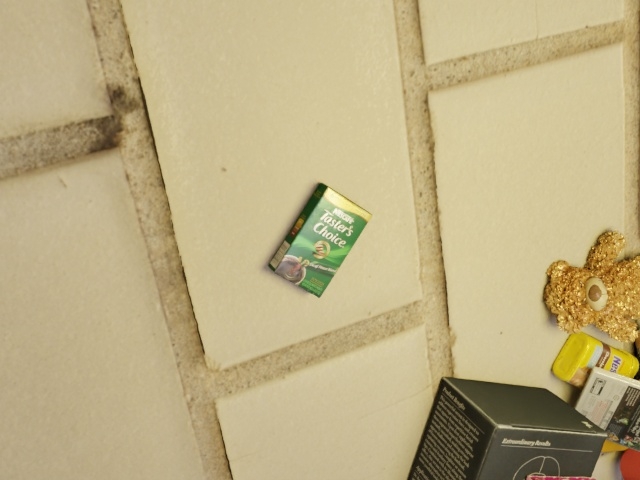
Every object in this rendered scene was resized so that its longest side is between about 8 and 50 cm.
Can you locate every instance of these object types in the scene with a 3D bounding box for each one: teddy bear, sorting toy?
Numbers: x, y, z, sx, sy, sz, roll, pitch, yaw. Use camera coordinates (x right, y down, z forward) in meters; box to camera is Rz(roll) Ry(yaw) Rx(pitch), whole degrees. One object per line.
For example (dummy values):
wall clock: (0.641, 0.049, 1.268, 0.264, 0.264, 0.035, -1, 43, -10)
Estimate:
teddy bear: (0.656, 0.108, 1.538, 0.338, 0.113, 0.245, 14, 98, -25)
sorting toy: (0.789, 0.671, 1.742, 0.126, 0.127, 0.365, 3, 100, -55)

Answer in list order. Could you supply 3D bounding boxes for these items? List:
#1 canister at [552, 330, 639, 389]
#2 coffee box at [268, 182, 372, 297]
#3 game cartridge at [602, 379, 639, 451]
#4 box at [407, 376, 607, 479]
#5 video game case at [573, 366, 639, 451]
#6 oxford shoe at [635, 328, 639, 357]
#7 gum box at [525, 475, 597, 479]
canister: (0.625, 0.288, 1.602, 0.170, 0.073, 0.126, 25, 97, -25)
coffee box: (0.000, 0.000, 1.276, 0.113, 0.040, 0.184, 32, 93, -27)
game cartridge: (0.819, 0.402, 1.662, 0.323, 0.053, 0.285, 2, 135, -24)
box: (0.368, 0.522, 1.495, 0.293, 0.212, 0.395, 12, 102, -24)
video game case: (0.659, 0.375, 1.553, 0.173, 0.022, 0.190, 18, 128, 14)
oxford shoe: (0.934, 0.198, 1.668, 0.449, 0.130, 0.169, -16, 154, -18)
gum box: (0.481, 0.530, 1.389, 0.188, 0.062, 0.107, 10, 102, -25)
